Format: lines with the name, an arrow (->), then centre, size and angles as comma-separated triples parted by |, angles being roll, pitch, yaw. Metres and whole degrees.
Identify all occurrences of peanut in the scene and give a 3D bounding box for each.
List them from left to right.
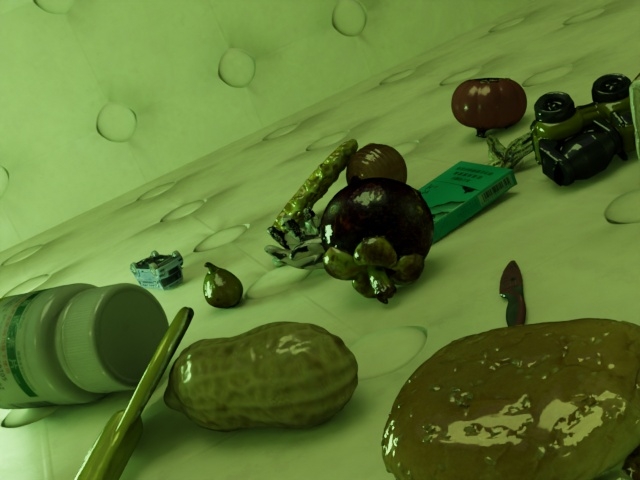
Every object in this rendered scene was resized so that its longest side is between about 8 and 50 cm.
peanut -> -0.093, 0.185, 1.219 | 0.325, 0.140, 0.153 | -11, 27, 40

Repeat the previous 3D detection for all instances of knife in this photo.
knife -> 0.275, 0.077, 1.286 | 0.036, 0.018, 0.247 | -21, 14, 16

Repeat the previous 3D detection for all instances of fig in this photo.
fig -> -0.193, 0.083, 1.724 | 0.082, 0.098, 0.084 | -19, 6, 17

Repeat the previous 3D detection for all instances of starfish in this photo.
starfish -> 0.372, -0.170, 1.825 | 0.224, 0.050, 0.216 | -23, 35, 13

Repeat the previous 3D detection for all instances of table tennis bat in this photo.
table tennis bat -> -0.268, 0.243, 1.287 | 0.224, 0.054, 0.368 | -58, 6, 42

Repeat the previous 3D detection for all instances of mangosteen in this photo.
mangosteen -> 0.093, 0.005, 1.482 | 0.192, 0.192, 0.217 | -17, 42, 19

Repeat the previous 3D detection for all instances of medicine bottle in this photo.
medicine bottle -> -0.442, 0.181, 1.558 | 0.340, 0.208, 0.208 | -12, 20, 34

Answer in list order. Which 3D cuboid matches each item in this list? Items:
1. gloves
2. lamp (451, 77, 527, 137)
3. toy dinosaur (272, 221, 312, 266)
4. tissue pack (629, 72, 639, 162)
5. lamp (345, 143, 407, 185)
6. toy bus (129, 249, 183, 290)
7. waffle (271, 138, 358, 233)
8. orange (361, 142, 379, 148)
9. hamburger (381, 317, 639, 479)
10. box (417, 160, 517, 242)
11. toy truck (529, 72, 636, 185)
gloves -> 0.002, 0.004, 1.703 | 0.212, 0.111, 0.127 | -17, 44, 8
lamp -> 0.399, -0.317, 2.123 | 0.182, 0.140, 0.182 | -4, 14, 1
toy dinosaur -> -0.010, 0.014, 1.808 | 0.188, 0.044, 0.106 | 5, 44, 33
tissue pack -> 0.593, -0.222, 1.486 | 0.092, 0.183, 0.226 | -3, 26, 39
lamp -> 0.121, -0.142, 1.936 | 0.136, 0.136, 0.136 | -21, 17, 7
toy bus -> -0.361, 0.069, 2.019 | 0.073, 0.076, 0.167 | -31, 17, -29
waffle -> -0.011, -0.117, 1.998 | 0.291, 0.051, 0.291 | -50, 1, 1
orange -> 0.126, -0.202, 2.219 | 0.083, 0.070, 0.083 | -37, 11, 8
hamburger -> 0.202, 0.176, 0.867 | 0.283, 0.144, 0.259 | -7, 20, 29
box -> 0.237, -0.074, 1.702 | 0.226, 0.042, 0.161 | -33, 23, -19
toy truck -> 0.497, -0.188, 1.622 | 0.225, 0.147, 0.165 | -20, 41, 1
